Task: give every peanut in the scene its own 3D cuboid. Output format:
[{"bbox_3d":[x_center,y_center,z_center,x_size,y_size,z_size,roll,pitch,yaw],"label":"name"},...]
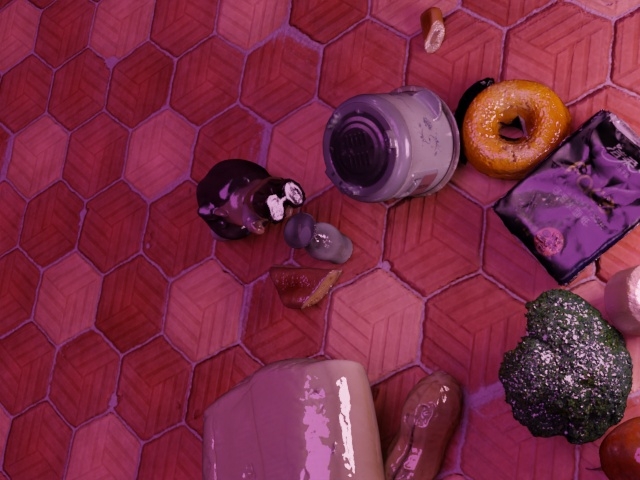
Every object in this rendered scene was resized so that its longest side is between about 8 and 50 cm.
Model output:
[{"bbox_3d":[0.219,0.426,1.824,0.130,0.130,0.290,20,89,31],"label":"peanut"}]

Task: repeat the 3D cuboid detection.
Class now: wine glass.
[{"bbox_3d":[0.000,0.000,2.010,0.093,0.202,0.092,-8,73,29],"label":"wine glass"}]

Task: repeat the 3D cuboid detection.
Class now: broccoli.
[{"bbox_3d":[0.478,0.252,1.669,0.275,0.308,0.307,3,75,68],"label":"broccoli"}]

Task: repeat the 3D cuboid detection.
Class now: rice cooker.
[{"bbox_3d":[0.168,-0.218,1.932,0.316,0.317,0.264,-45,68,11],"label":"rice cooker"}]

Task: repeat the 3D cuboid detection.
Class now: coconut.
[{"bbox_3d":[0.644,0.117,1.665,0.147,0.152,0.147,1,76,-6],"label":"coconut"}]

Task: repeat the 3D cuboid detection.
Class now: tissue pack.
[{"bbox_3d":[0.557,-0.092,1.771,0.332,0.123,0.245,-42,73,13],"label":"tissue pack"}]

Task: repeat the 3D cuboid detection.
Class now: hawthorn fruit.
[{"bbox_3d":[0.604,0.428,1.607,0.189,0.149,0.149,-43,61,14],"label":"hawthorn fruit"}]

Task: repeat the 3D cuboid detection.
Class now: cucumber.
[{"bbox_3d":[0.346,-0.294,1.997,0.070,0.046,0.220,18,86,39],"label":"cucumber"}]

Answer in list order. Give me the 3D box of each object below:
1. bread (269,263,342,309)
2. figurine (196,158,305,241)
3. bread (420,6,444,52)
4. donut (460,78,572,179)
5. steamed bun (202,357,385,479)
[{"bbox_3d":[-0.049,0.117,2.083,0.193,0.067,0.119,5,71,28],"label":"bread"},{"bbox_3d":[-0.156,-0.089,2.086,0.365,0.206,0.218,20,68,49],"label":"figurine"},{"bbox_3d":[0.283,-0.526,2.084,0.062,0.049,0.103,-28,64,50],"label":"bread"},{"bbox_3d":[0.441,-0.253,1.897,0.254,0.118,0.253,-2,78,11],"label":"donut"},{"bbox_3d":[-0.052,0.465,1.863,0.456,0.290,0.371,-25,59,37],"label":"steamed bun"}]
